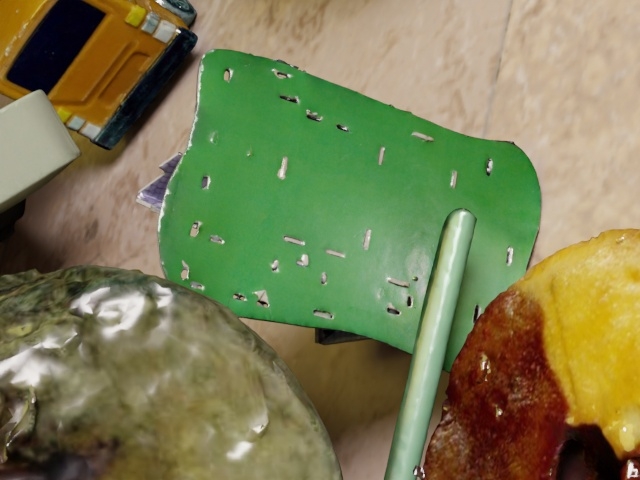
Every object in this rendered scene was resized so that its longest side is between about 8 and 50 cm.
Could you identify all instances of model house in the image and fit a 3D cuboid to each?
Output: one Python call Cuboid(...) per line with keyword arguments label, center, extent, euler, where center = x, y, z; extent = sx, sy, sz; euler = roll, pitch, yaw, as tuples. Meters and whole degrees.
Cuboid(label="model house", center=(0.000, 0.000, 0.754), extent=(0.088, 0.167, 0.117), euler=(145, 136, -63))

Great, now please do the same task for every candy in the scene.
Cuboid(label="candy", center=(0.024, 0.132, 0.670), extent=(0.091, 0.083, 0.305), euler=(78, -155, -79))

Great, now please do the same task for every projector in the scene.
Cuboid(label="projector", center=(-0.279, 0.018, 1.001), extent=(0.259, 0.079, 0.257), euler=(-33, 7, -22))

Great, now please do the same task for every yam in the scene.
Cuboid(label="yam", center=(-0.098, 0.109, 0.679), extent=(0.300, 0.195, 0.195), euler=(159, 131, -81))

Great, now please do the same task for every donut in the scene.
Cuboid(label="donut", center=(0.111, 0.094, 0.609), extent=(0.166, 0.073, 0.184), euler=(-40, 44, 30))

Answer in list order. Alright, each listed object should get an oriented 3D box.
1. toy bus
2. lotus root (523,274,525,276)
Cuboid(label="toy bus", center=(-0.161, -0.160, 1.066), extent=(0.098, 0.114, 0.201), euler=(-49, 39, 20))
Cuboid(label="lotus root", center=(0.085, 0.047, 0.698), extent=(0.030, 0.037, 0.083), euler=(36, 100, 53))
